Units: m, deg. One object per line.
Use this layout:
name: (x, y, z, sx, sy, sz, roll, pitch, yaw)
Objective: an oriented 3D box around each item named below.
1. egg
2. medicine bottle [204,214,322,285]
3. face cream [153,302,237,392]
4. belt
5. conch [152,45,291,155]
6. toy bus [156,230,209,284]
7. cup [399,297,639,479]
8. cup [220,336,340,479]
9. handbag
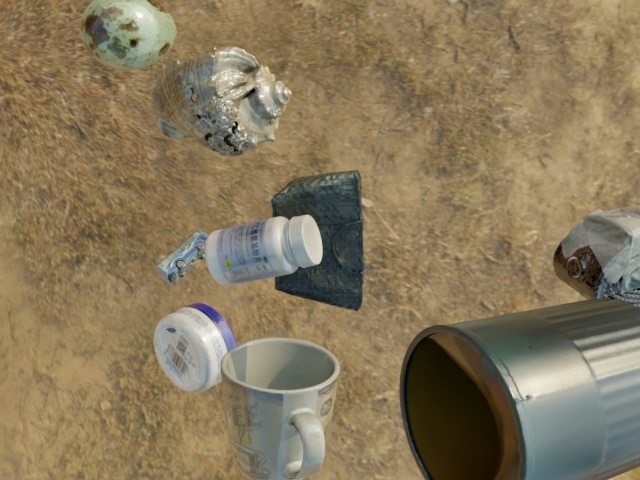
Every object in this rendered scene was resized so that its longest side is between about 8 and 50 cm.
egg: (-0.411, -0.456, 1.641, 0.231, 0.169, 0.169, -17, 112, -51)
medicine bottle: (-0.099, 0.016, 1.316, 0.187, 0.102, 0.102, -11, 113, 20)
face cream: (-0.309, 0.263, 1.832, 0.111, 0.206, 0.205, -22, 114, -47)
belt: (0.572, 0.037, 1.350, 0.289, 0.164, 0.184, -5, 115, -25)
conch: (-0.167, -0.220, 1.213, 0.246, 0.163, 0.178, -8, 118, 22)
toy bus: (-0.328, 0.039, 1.830, 0.153, 0.061, 0.051, -46, 157, -29)
cup: (0.284, 0.228, 0.987, 0.292, 0.242, 0.307, -9, 130, -26)
cup: (-0.063, 0.361, 1.446, 0.228, 0.301, 0.256, -7, 110, -22)
handbag: (0.000, 0.000, 1.394, 0.175, 0.088, 0.270, 3, 108, 15)
